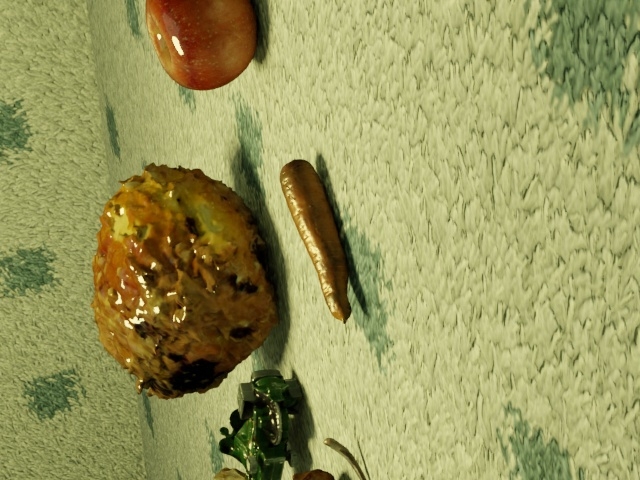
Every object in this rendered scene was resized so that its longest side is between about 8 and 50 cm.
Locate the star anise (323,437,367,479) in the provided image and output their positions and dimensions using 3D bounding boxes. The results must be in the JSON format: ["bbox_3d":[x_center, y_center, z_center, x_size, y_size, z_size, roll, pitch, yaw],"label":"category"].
[{"bbox_3d":[0.050,0.426,1.680,0.218,0.148,0.227,52,-155,-24],"label":"star anise"}]

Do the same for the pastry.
[{"bbox_3d":[-0.227,0.084,2.049,0.337,0.292,0.405,43,130,49],"label":"pastry"}]

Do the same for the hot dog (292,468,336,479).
[{"bbox_3d":[0.007,0.481,1.775,0.196,0.122,0.272,54,-167,-61],"label":"hot dog"}]

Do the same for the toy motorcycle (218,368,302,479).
[{"bbox_3d":[-0.099,0.322,2.049,0.187,0.125,0.274,-111,24,-43],"label":"toy motorcycle"}]

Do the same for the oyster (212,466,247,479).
[{"bbox_3d":[-0.126,0.594,2.290,0.198,0.133,0.336,137,119,-68],"label":"oyster"}]

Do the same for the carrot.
[{"bbox_3d":[0.000,0.000,1.622,0.059,0.059,0.247,117,137,-64],"label":"carrot"}]

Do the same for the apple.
[{"bbox_3d":[-0.174,-0.331,1.823,0.201,0.162,0.201,57,161,32],"label":"apple"}]
